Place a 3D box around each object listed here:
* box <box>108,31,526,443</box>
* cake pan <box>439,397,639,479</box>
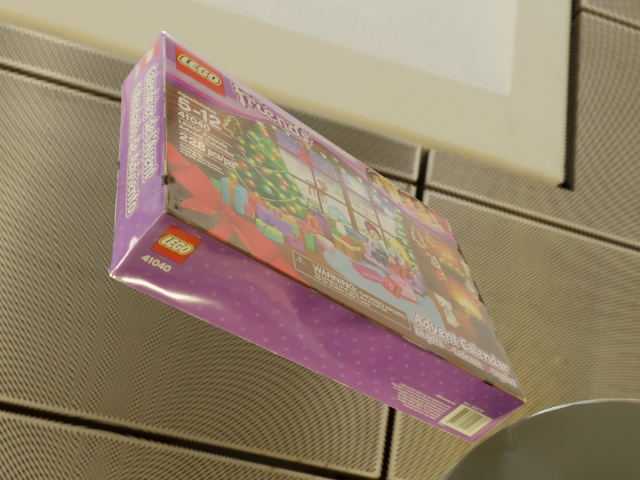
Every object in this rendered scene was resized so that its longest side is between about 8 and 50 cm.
[{"bbox_3d":[0.000,0.000,0.557,0.293,0.057,0.201,30,-152,-31],"label":"box"},{"bbox_3d":[0.155,0.209,0.430,0.054,0.293,0.293,50,-124,-39],"label":"cake pan"}]
